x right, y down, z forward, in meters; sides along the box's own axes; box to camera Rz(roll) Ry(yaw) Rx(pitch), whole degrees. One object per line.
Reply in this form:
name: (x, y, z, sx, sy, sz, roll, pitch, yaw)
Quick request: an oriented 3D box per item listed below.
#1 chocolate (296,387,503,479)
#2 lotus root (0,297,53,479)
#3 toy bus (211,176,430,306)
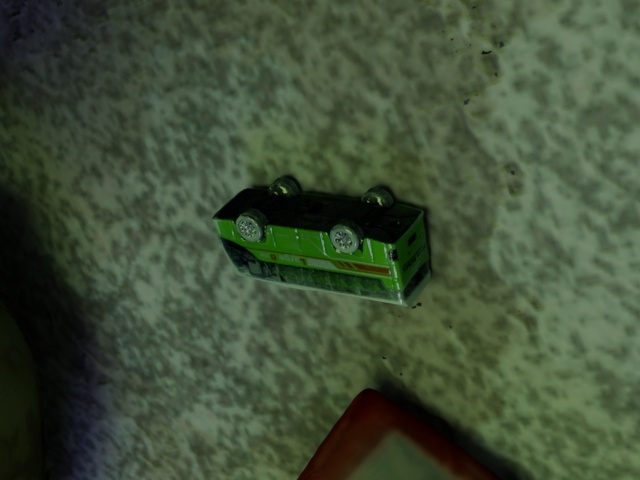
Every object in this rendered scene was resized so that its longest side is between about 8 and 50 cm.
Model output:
chocolate: (0.046, 0.222, 0.497, 0.237, 0.108, 0.234, 38, 130, 11)
lotus root: (-0.213, 0.129, 0.605, 0.173, 0.173, 0.309, 27, 133, 21)
toy bus: (0.000, 0.000, 0.465, 0.083, 0.031, 0.037, 8, 127, 31)
